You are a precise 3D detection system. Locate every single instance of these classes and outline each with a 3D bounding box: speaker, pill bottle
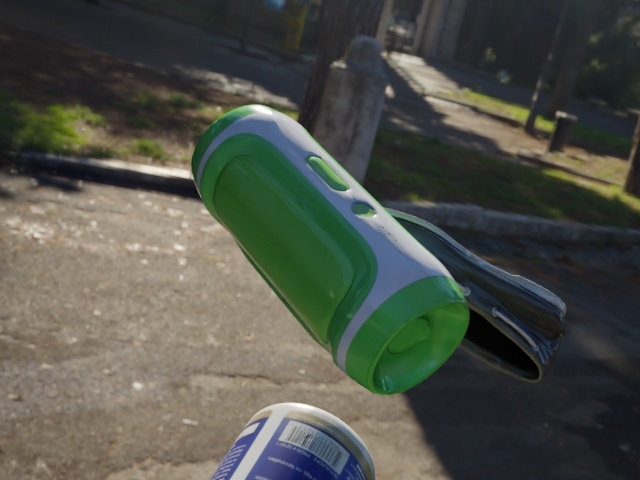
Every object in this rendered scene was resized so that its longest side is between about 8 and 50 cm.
[{"bbox_3d":[0.000,0.000,0.842,0.131,0.131,0.296,-1,39,-44],"label":"speaker"},{"bbox_3d":[-0.059,0.294,0.892,0.153,0.153,0.264,18,37,16],"label":"pill bottle"}]

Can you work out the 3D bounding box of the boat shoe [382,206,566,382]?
[{"bbox_3d":[0.127,0.057,1.046,0.335,0.095,0.112,24,-30,-9],"label":"boat shoe"}]
